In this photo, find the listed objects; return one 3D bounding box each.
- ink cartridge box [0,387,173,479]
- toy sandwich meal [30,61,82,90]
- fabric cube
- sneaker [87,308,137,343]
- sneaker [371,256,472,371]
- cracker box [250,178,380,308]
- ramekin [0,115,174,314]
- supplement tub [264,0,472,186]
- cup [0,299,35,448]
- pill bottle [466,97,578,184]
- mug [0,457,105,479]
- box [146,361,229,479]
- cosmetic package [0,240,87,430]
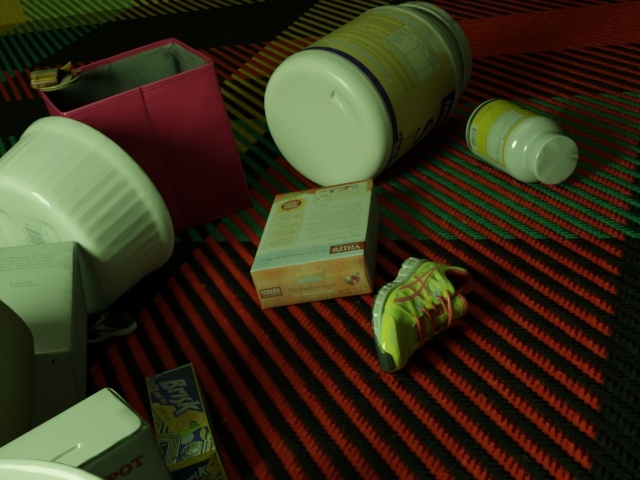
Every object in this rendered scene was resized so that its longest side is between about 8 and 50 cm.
[{"bbox_3d":[-0.188,0.249,0.727,0.153,0.208,0.087,-29,31,-27],"label":"ink cartridge box"},{"bbox_3d":[-0.432,-0.269,1.445,0.086,0.029,0.085,-11,28,6],"label":"toy sandwich meal"},{"bbox_3d":[-0.297,-0.167,1.504,0.259,0.258,0.254,-22,29,-16],"label":"fabric cube"},{"bbox_3d":[-0.295,0.115,1.215,0.083,0.035,0.031,-14,27,-1],"label":"sneaker"},{"bbox_3d":[0.123,0.081,1.039,0.094,0.081,0.208,2,31,24],"label":"sneaker"},{"bbox_3d":[0.000,0.000,1.260,0.156,0.067,0.232,-9,27,12],"label":"cracker box"},{"bbox_3d":[-0.358,-0.025,1.262,0.277,0.277,0.135,7,42,34],"label":"ramekin"},{"bbox_3d":[0.091,-0.258,1.513,0.241,0.241,0.331,10,36,38],"label":"supplement tub"},{"bbox_3d":[-0.396,0.152,0.808,0.331,0.331,0.237,5,54,31],"label":"cup"},{"bbox_3d":[0.308,-0.149,1.355,0.103,0.103,0.184,-21,29,-13],"label":"pill bottle"},{"bbox_3d":[-0.168,0.305,0.486,0.276,0.328,0.374,-14,27,-1],"label":"mug"},{"bbox_3d":[-0.147,0.204,0.961,0.059,0.054,0.169,-18,27,-9],"label":"box"},{"bbox_3d":[-0.403,0.123,1.071,0.224,0.138,0.224,-5,36,-10],"label":"cosmetic package"}]
